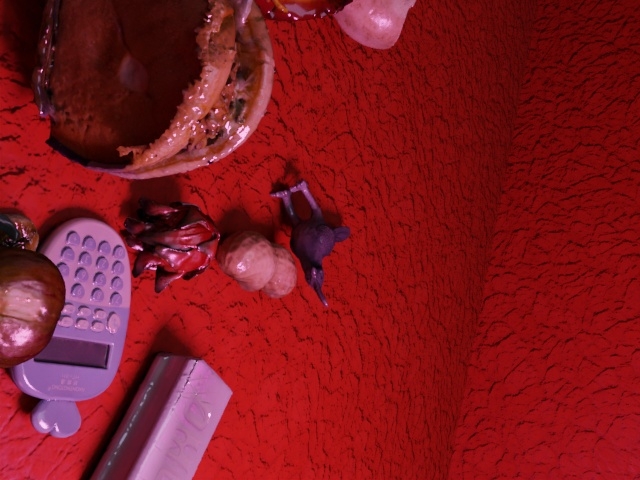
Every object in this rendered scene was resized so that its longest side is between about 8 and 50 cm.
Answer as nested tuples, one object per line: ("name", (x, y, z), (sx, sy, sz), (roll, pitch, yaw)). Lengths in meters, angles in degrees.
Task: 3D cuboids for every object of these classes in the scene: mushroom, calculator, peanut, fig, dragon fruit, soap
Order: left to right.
("fig", (-0.399, 0.057, 0.833), (0.245, 0.149, 0.149), (35, 66, -56))
("calculator", (-0.343, 0.118, 1.040), (0.188, 0.042, 0.303), (26, 72, -59))
("soap", (-0.247, 0.314, 1.183), (0.150, 0.094, 0.261), (57, 48, -46))
("dragon fruit", (-0.224, -0.001, 1.157), (0.142, 0.130, 0.121), (-30, 154, -55))
("peanut", (-0.109, 0.046, 1.378), (0.228, 0.085, 0.104), (27, 79, -59))
("mushroom", (0.095, -0.535, 1.552), (0.189, 0.195, 0.254), (26, 77, -23))

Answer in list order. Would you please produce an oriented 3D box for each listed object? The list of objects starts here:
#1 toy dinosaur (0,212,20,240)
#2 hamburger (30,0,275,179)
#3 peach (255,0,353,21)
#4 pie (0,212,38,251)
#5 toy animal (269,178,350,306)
("toy dinosaur", (-0.455, -0.060, 0.793), (0.292, 0.079, 0.120), (-2, 102, -58))
("hamburger", (-0.204, -0.227, 0.943), (0.195, 0.277, 0.318), (4, 104, -73))
("peach", (-0.077, -0.517, 1.103), (0.335, 0.310, 0.406), (-49, 159, 12))
("pie", (-0.394, 0.004, 0.955), (0.084, 0.021, 0.084), (-15, 108, -57))
("toy animal", (-0.019, -0.024, 1.489), (0.206, 0.081, 0.367), (61, 16, -14))
